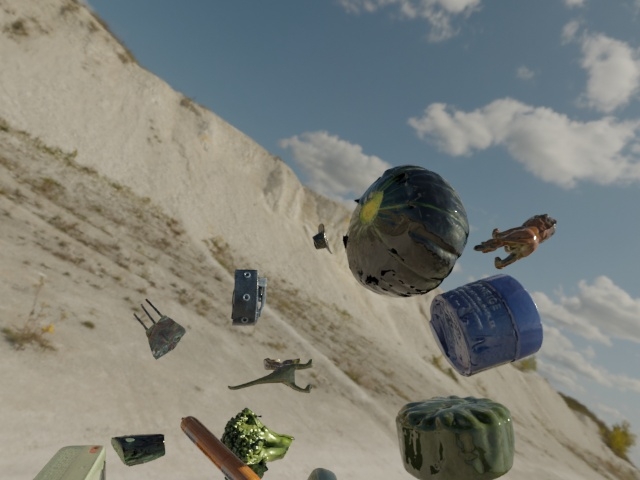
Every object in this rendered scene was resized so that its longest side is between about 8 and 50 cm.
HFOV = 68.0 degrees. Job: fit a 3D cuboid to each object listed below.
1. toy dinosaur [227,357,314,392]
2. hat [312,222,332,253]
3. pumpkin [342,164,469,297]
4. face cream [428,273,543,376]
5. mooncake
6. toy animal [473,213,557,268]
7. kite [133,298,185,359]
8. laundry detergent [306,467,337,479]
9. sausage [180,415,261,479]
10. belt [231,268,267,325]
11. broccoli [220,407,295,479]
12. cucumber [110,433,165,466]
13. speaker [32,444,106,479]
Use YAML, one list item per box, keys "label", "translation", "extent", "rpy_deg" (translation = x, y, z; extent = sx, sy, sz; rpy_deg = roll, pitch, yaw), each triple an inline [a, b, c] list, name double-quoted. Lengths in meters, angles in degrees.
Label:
- label: "toy dinosaur"
  translation: [-0.124, 0.396, 1.375]
  extent: [0.200, 0.072, 0.251]
  rpy_deg: [2, 15, 12]
- label: "hat"
  translation: [0.000, 0.000, 1.632]
  extent: [0.121, 0.050, 0.121]
  rpy_deg: [161, -90, -81]
- label: "pumpkin"
  translation: [0.204, -0.001, 1.056]
  extent: [0.296, 0.295, 0.296]
  rpy_deg: [28, -7, 4]
- label: "face cream"
  translation: [0.461, 0.241, 1.353]
  extent: [0.249, 0.225, 0.249]
  rpy_deg: [162, -90, -79]
- label: "mooncake"
  translation: [0.416, 0.600, 1.479]
  extent: [0.357, 0.194, 0.356]
  rpy_deg: [-8, -4, -1]
- label: "toy animal"
  translation: [0.533, -0.006, 1.255]
  extent: [0.312, 0.158, 0.097]
  rpy_deg: [-21, 83, -55]
- label: "kite"
  translation: [-0.537, 0.278, 1.537]
  extent: [0.229, 0.127, 0.016]
  rpy_deg: [35, -18, 31]
- label: "laundry detergent"
  translation: [-0.012, 0.820, 1.383]
  extent: [0.105, 0.214, 0.280]
  rpy_deg: [21, 3, -2]
- label: "sausage"
  translation: [-0.268, 0.563, 1.250]
  extent: [0.348, 0.053, 0.053]
  rpy_deg: [23, -9, 38]
- label: "belt"
  translation: [-0.272, 0.218, 1.811]
  extent: [0.129, 0.218, 0.122]
  rpy_deg: [5, -9, -12]
- label: "broccoli"
  translation: [-0.222, 0.707, 1.607]
  extent: [0.246, 0.247, 0.288]
  rpy_deg: [16, 17, -2]
- label: "cucumber"
  translation: [-0.676, 0.762, 1.761]
  extent: [0.193, 0.085, 0.115]
  rpy_deg: [3, 32, -22]
- label: "speaker"
  translation: [-0.756, 0.768, 1.410]
  extent: [0.183, 0.184, 0.406]
  rpy_deg: [2, -3, -12]
